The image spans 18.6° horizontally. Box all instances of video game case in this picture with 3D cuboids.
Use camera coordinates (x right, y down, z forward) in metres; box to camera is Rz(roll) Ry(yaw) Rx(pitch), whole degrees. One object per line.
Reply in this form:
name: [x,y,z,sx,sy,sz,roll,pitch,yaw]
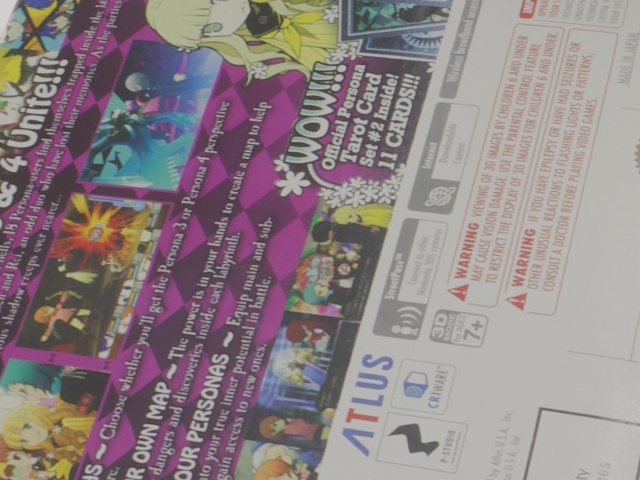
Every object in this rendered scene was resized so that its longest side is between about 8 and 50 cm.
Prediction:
video game case: [0.000,0.000,0.512,0.210,0.232,0.042,7,149,16]
